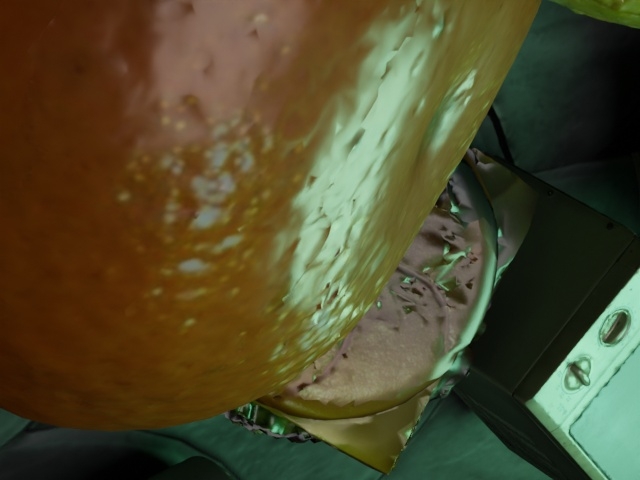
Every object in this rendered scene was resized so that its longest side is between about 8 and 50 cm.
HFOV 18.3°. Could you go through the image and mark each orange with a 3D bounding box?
[{"bbox_3d":[-0.081,-0.123,0.904,0.424,0.326,0.424,-59,168,-20],"label":"orange"}]

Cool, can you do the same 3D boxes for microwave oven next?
[{"bbox_3d":[0.171,0.073,1.361,0.145,0.194,0.240,-49,136,-4],"label":"microwave oven"}]

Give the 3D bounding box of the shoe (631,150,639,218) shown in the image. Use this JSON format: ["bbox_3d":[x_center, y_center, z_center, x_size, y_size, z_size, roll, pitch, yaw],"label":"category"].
[{"bbox_3d":[0.312,-0.006,1.414,0.198,0.172,0.351,-27,122,-33],"label":"shoe"}]

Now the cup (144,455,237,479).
[{"bbox_3d":[-0.125,0.276,1.318,0.234,0.186,0.258,-41,166,-17],"label":"cup"}]

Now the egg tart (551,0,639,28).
[{"bbox_3d":[0.227,-0.242,1.162,0.315,0.315,0.120,43,46,-46],"label":"egg tart"}]

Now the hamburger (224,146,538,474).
[{"bbox_3d":[0.000,0.000,1.200,0.243,0.139,0.261,35,89,-26],"label":"hamburger"}]
